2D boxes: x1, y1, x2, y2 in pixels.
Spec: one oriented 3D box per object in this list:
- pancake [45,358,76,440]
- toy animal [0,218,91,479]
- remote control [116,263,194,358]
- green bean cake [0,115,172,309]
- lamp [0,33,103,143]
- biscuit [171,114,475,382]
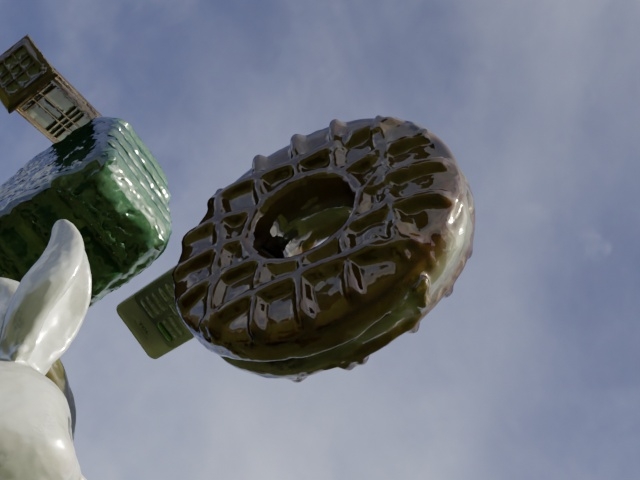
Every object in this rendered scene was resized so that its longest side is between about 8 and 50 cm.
[{"bbox_3d":[-0.327,0.137,0.838,0.241,0.050,0.242,1,-65,1],"label":"pancake"},{"bbox_3d":[-0.172,0.098,0.573,0.130,0.221,0.104,33,-45,-6],"label":"toy animal"},{"bbox_3d":[-0.188,0.085,1.409,0.250,0.034,0.103,-30,-83,40],"label":"remote control"},{"bbox_3d":[-0.343,-0.009,1.293,0.300,0.308,0.169,-32,-70,3],"label":"green bean cake"},{"bbox_3d":[-0.371,-0.175,1.500,0.090,0.325,0.089,-39,-114,-1],"label":"lamp"},{"bbox_3d":[0.000,0.000,1.029,0.332,0.332,0.103,-16,-51,25],"label":"biscuit"}]
